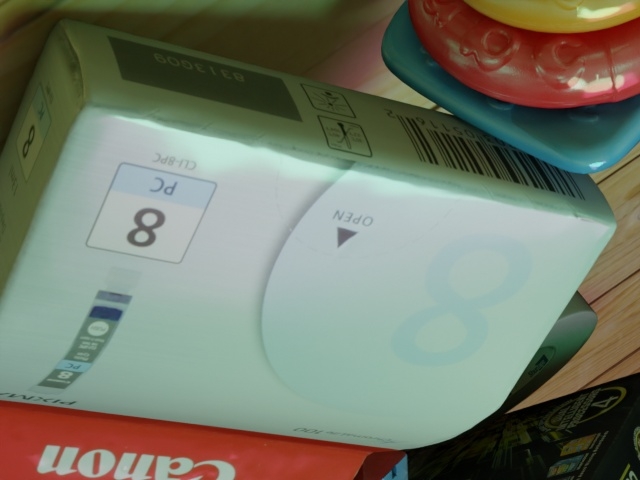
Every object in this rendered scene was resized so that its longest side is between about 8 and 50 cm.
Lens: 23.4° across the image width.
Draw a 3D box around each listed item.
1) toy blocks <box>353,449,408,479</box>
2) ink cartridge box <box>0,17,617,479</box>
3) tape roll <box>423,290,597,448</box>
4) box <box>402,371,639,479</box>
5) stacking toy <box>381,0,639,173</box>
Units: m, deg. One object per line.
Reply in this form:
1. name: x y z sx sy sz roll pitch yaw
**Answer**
1. toy blocks: -0.060 0.260 1.157 0.381 0.190 0.261 -41 148 -27
2. ink cartridge box: -0.060 0.088 0.867 0.308 0.091 0.385 10 122 -28
3. tape roll: 0.167 0.114 1.537 0.219 0.072 0.219 -30 157 -14
4. box: 0.157 0.273 1.471 0.318 0.097 0.395 -25 -173 31
5. stacking toy: 0.120 -0.195 0.754 0.175 0.165 0.302 -45 152 -22
